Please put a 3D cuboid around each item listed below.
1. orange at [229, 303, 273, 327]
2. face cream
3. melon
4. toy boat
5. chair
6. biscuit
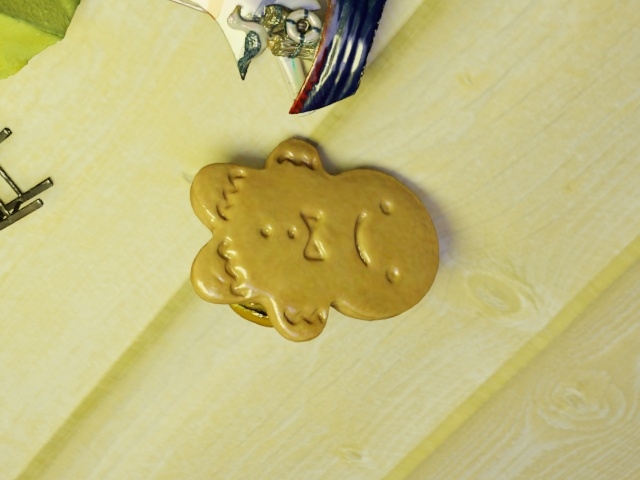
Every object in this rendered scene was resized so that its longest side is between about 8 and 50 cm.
[{"bbox_3d":[-0.064,0.049,1.150,0.156,0.134,0.157,-8,118,-16],"label":"orange"},{"bbox_3d":[-0.035,-0.217,1.069,0.038,0.020,0.115,-20,117,-1],"label":"face cream"},{"bbox_3d":[-0.443,-0.213,0.929,0.323,0.124,0.196,-31,157,20],"label":"melon"},{"bbox_3d":[-0.058,-0.306,1.002,0.318,0.072,0.219,40,101,-9],"label":"toy boat"},{"bbox_3d":[-0.469,-0.044,1.066,0.212,0.084,0.101,-30,115,8],"label":"chair"},{"bbox_3d":[0.001,-0.001,1.081,0.354,0.275,0.052,8,161,-21],"label":"biscuit"}]
